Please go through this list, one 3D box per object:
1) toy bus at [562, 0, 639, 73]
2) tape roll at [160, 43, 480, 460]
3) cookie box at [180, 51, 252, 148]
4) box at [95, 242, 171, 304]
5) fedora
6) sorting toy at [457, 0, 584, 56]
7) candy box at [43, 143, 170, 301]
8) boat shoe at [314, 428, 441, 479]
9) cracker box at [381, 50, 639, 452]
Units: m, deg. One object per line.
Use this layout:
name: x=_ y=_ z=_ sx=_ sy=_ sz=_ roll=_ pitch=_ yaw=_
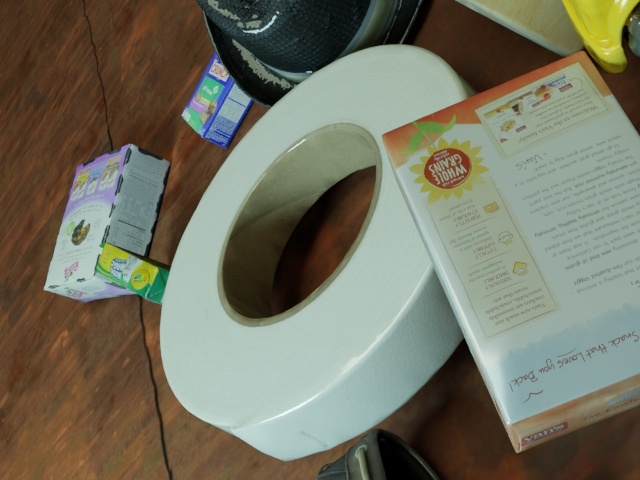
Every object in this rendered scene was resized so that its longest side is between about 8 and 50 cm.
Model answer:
toy bus: x=0.234 y=-0.244 z=0.586 sx=0.220 sy=0.211 sz=0.149 roll=-25 pitch=54 yaw=20
tape roll: x=0.000 y=0.000 z=0.853 sx=0.392 sy=0.072 sz=0.392 roll=-32 pitch=40 yaw=31
cookie box: x=-0.125 y=-0.185 z=1.197 sx=0.107 sy=0.040 sz=0.092 roll=-59 pitch=35 yaw=10
box: x=-0.193 y=0.046 z=1.103 sx=0.179 sy=0.105 sz=0.043 roll=21 pitch=87 yaw=56
fedora: x=-0.047 y=-0.308 z=0.977 sx=0.334 sy=0.152 sz=0.334 roll=-2 pitch=86 yaw=32
sorting toy: x=0.147 y=-0.316 z=0.760 sx=0.257 sy=0.255 sz=0.089 roll=-63 pitch=1 yaw=3
candy box: x=-0.300 y=-0.020 z=1.310 sx=0.165 sy=0.070 sz=0.196 roll=-10 pitch=63 yaw=50
boat shoe: x=0.087 y=0.240 z=0.609 sx=0.355 sy=0.132 sz=0.130 roll=37 pitch=102 yaw=53
cracker box: x=0.153 y=0.001 z=0.619 sx=0.155 sy=0.067 sz=0.232 roll=-22 pitch=57 yaw=4
